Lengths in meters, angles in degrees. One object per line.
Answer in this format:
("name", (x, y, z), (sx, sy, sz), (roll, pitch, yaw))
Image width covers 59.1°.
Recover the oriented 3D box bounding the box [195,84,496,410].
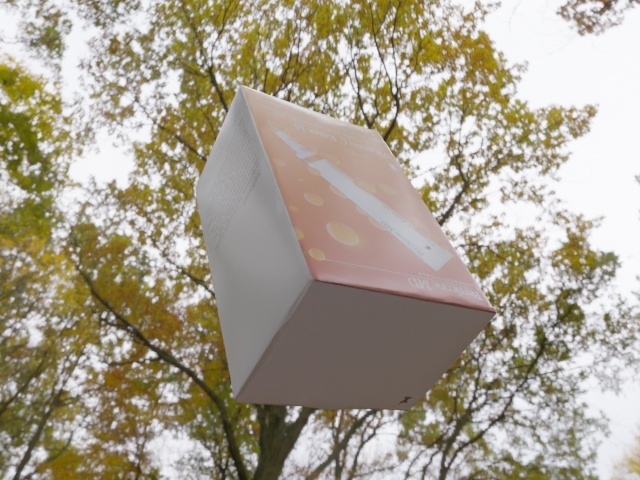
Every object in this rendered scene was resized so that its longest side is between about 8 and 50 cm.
("box", (0.000, 0.000, 0.651), (0.214, 0.345, 0.168), (12, -54, -30))
